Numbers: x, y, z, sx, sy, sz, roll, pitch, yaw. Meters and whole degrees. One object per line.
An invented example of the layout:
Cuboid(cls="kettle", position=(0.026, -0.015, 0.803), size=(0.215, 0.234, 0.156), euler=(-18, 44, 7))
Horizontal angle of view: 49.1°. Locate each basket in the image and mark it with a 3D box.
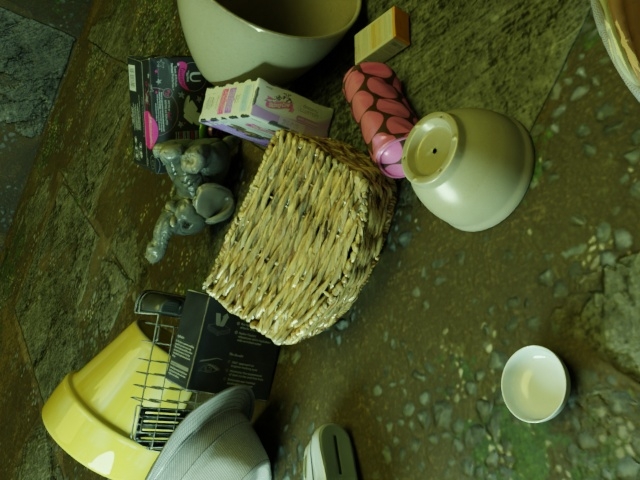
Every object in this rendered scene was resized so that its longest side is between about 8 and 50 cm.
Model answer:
Cuboid(cls="basket", position=(0.000, 0.000, 1.108), size=(0.213, 0.223, 0.299), euler=(31, 103, 20))

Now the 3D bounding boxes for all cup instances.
Cuboid(cls="cup", position=(-0.123, -0.403, 1.284), size=(0.237, 0.331, 0.331), euler=(126, 144, -50))

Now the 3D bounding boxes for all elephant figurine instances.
Cuboid(cls="elephant figurine", position=(-0.265, -0.088, 1.462), size=(0.169, 0.186, 0.239), euler=(-75, -17, -74))

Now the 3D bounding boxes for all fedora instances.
Cuboid(cls="fedora", position=(-0.160, 0.374, 1.095), size=(0.124, 0.244, 0.275), euler=(37, 109, 22))

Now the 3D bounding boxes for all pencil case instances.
Cuboid(cls="pencil case", position=(0.102, -0.185, 1.051), size=(0.098, 0.095, 0.209), euler=(-20, 50, 2))

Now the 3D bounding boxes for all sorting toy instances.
Cuboid(cls="sorting toy", position=(-0.219, -0.247, 1.517), size=(0.042, 0.102, 0.061), euler=(16, 113, 17))

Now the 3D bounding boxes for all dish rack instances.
Cuboid(cls="dish rack", position=(-0.243, 0.236, 1.247), size=(0.074, 0.208, 0.271), euler=(-1, 77, 45))

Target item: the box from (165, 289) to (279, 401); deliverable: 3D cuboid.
Cuboid(cls="box", position=(-0.158, 0.178, 1.190), size=(0.093, 0.156, 0.158), euler=(6, 80, 55))

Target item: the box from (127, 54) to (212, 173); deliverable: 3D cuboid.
Cuboid(cls="box", position=(-0.336, -0.288, 1.573), size=(0.163, 0.142, 0.247), euler=(25, 119, 55))

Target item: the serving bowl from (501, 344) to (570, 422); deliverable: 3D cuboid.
Cuboid(cls="serving bowl", position=(0.241, 0.159, 0.771), size=(0.083, 0.027, 0.083), euler=(-27, 55, 46))

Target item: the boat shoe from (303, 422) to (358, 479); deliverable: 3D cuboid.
Cuboid(cls="boat shoe", position=(0.019, 0.367, 0.955), size=(0.226, 0.083, 0.076), euler=(-92, 27, -43))

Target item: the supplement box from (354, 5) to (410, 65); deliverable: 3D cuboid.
Cuboid(cls="supplement box", position=(0.101, -0.331, 1.157), size=(0.098, 0.036, 0.062), euler=(-24, 58, 46))

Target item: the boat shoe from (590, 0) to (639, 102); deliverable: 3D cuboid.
Cuboid(cls="boat shoe", position=(0.357, -0.281, 0.725), size=(0.116, 0.123, 0.324), euler=(-20, 62, 46))

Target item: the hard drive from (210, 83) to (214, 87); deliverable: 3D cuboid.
Cuboid(cls="hard drive", position=(-0.179, -0.391, 1.544), size=(0.254, 0.054, 0.172), euler=(-9, 68, 52))

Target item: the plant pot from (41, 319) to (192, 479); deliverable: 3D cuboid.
Cuboid(cls="plant pot", position=(-0.361, 0.294, 1.358), size=(0.239, 0.254, 0.254), euler=(-54, 37, 0))

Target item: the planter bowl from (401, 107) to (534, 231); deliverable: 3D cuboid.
Cuboid(cls="planter bowl", position=(0.175, -0.102, 0.902), size=(0.162, 0.109, 0.162), euler=(-25, 58, 46))

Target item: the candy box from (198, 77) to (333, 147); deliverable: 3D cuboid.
Cuboid(cls="candy box", position=(-0.101, -0.227, 1.275), size=(0.196, 0.165, 0.070), euler=(8, 83, 54))
